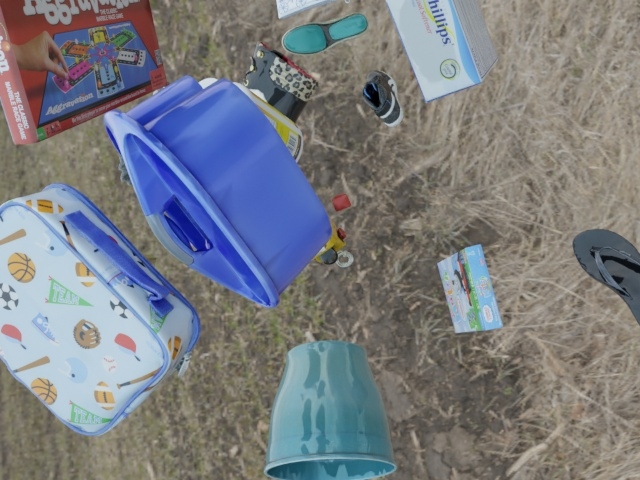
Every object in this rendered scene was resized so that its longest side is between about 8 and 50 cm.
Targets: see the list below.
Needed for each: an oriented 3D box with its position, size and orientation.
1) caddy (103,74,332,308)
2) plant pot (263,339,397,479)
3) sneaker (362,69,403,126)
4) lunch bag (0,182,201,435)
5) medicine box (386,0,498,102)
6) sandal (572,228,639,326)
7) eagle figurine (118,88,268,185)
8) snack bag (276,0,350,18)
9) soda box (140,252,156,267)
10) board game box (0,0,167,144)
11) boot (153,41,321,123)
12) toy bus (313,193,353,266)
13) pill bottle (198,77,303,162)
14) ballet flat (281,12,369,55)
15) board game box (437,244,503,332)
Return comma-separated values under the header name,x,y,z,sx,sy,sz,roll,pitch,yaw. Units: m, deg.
name,x,y,z,sx,sy,sz,roll,pitch,yaw
caddy,-0.144,-0.054,0.854,0.179,0.341,0.241,-44,34,-16
plant pot,0.017,0.359,1.359,0.271,0.271,0.255,-36,47,45
sneaker,0.157,-0.424,1.771,0.079,0.121,0.217,-35,50,22
lunch bag,-0.305,0.089,0.823,0.303,0.115,0.243,44,115,0
medicine box,0.308,-0.514,1.569,0.149,0.289,0.264,-16,107,30
sandal,0.572,0.066,1.187,0.097,0.054,0.255,-39,53,8
eagle figurine,-0.231,-0.168,1.328,0.226,0.298,0.225,-1,112,50
snack bag,0.030,-0.760,1.656,0.342,0.037,0.323,-11,75,17
soda box,-0.367,0.034,1.047,0.058,0.181,0.061,-2,-73,-86
board game box,-0.223,-0.197,0.611,0.027,0.281,0.145,-5,112,11
boot,-0.207,-0.366,1.606,0.377,0.138,0.284,35,108,5
toy bus,-0.012,-0.005,1.422,0.104,0.202,0.191,-96,12,-62
pill bottle,-0.131,-0.194,1.104,0.117,0.215,0.117,-11,69,30
ballet flat,0.012,-0.568,1.770,0.086,0.248,0.086,166,90,-86
board game box,0.299,0.105,1.299,0.211,0.039,0.160,106,151,-80
